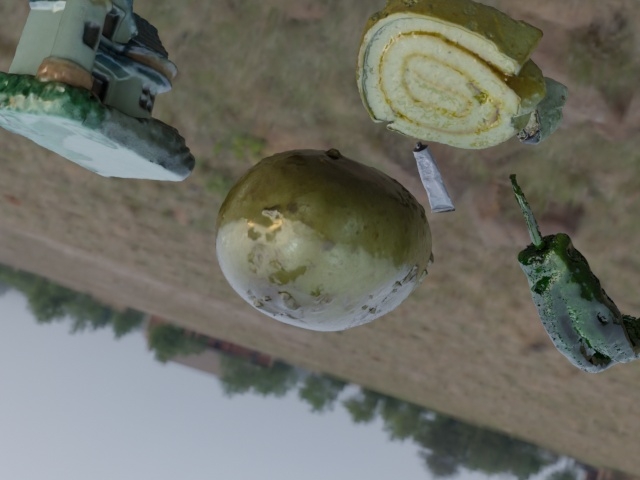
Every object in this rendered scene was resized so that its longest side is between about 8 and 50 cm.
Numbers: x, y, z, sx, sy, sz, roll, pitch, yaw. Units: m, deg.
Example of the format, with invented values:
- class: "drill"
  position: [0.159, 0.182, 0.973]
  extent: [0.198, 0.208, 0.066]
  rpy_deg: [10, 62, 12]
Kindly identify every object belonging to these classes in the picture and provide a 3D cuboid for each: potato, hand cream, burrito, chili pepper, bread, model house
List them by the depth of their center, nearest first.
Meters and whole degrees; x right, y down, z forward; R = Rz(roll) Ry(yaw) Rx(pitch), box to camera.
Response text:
- class: "bread"
  position: [0.106, -0.137, 0.947]
  extent: [0.156, 0.064, 0.117]
  rpy_deg: [19, 130, 6]
- class: "potato"
  position: [0.000, 0.000, 1.131]
  extent: [0.210, 0.173, 0.307]
  rpy_deg: [22, -177, 10]
- class: "chili pepper"
  position: [0.268, 0.057, 1.150]
  extent: [0.065, 0.122, 0.279]
  rpy_deg: [-10, 140, 47]
- class: "burrito"
  position: [0.245, -0.152, 1.291]
  extent: [0.044, 0.074, 0.118]
  rpy_deg: [-8, -167, 38]
- class: "hand cream"
  position: [0.131, -0.074, 1.363]
  extent: [0.030, 0.019, 0.093]
  rpy_deg: [-10, 118, 28]
- class: "model house"
  position: [-0.281, -0.275, 1.603]
  extent: [0.194, 0.324, 0.267]
  rpy_deg: [4, 165, 36]
